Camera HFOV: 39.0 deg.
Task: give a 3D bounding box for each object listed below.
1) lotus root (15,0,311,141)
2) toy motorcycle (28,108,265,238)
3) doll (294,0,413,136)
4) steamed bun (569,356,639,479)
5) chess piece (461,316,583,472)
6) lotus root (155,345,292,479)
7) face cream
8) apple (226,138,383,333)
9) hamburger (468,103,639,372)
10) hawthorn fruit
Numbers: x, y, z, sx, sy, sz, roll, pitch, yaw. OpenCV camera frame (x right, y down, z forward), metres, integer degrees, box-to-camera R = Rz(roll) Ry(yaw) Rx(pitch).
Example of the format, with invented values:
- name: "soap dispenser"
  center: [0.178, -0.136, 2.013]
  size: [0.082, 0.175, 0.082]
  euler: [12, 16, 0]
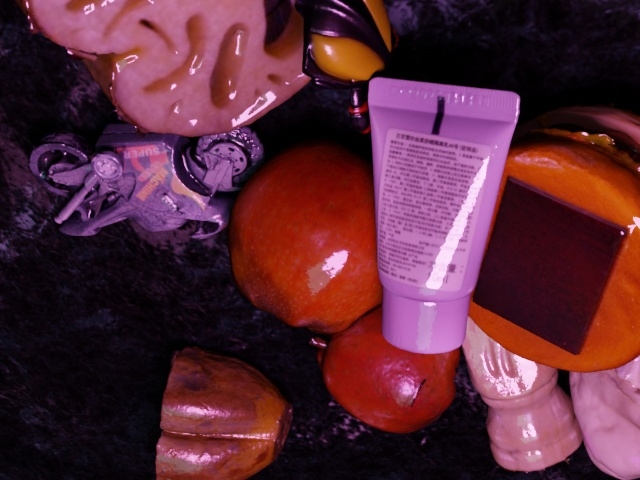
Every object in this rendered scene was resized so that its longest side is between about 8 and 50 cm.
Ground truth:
- name: "lotus root"
  center: [-0.108, -0.279, 0.878]
  size: [0.375, 0.111, 0.390]
  euler: [-26, 142, -3]
- name: "toy motorcycle"
  center: [-0.210, -0.071, 1.132]
  size: [0.308, 0.108, 0.173]
  euler: [-2, 131, 13]
- name: "doll"
  center: [0.041, -0.196, 0.942]
  size: [0.088, 0.127, 0.248]
  euler: [-16, 148, 18]
- name: "steamed bun"
  center: [0.442, 0.136, 1.099]
  size: [0.320, 0.275, 0.206]
  euler: [-35, 106, -11]
- name: "chess piece"
  center: [0.258, 0.163, 1.236]
  size: [0.137, 0.137, 0.300]
  euler: [-16, 111, 19]
- name: "lotus root"
  center: [-0.138, 0.271, 1.313]
  size: [0.180, 0.199, 0.188]
  euler: [10, 134, 7]
- name: "face cream"
  center: [0.112, -0.024, 0.920]
  size: [0.154, 0.096, 0.273]
  euler: [13, 113, 25]
- name: "apple"
  center: [0.000, 0.000, 1.065]
  size: [0.230, 0.230, 0.229]
  euler: [4, 127, 6]
- name: "hamburger"
  center: [0.283, -0.013, 0.989]
  size: [0.291, 0.225, 0.290]
  euler: [22, 126, 33]
- name: "hawthorn fruit"
  center: [0.083, 0.160, 1.213]
  size: [0.202, 0.185, 0.185]
  euler: [18, 127, -1]
